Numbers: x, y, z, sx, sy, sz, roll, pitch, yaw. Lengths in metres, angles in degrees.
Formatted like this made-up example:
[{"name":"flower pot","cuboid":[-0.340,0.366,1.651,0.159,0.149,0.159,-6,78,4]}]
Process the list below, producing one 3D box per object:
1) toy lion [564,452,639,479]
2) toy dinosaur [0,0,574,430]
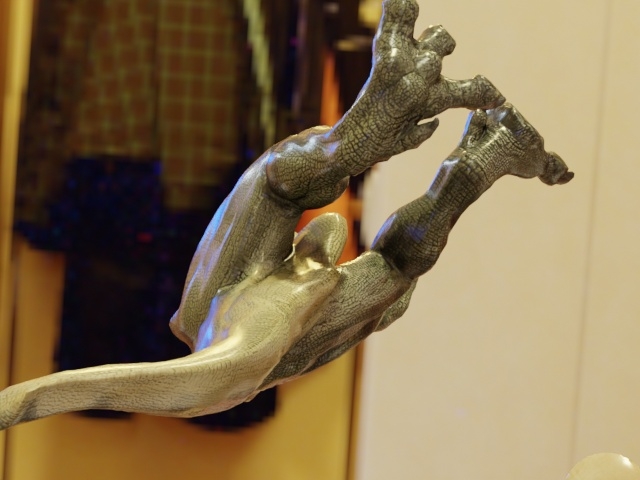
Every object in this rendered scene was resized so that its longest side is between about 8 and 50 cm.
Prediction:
[{"name":"toy lion","cuboid":[0.103,0.113,0.520,0.096,0.100,0.034,8,-28,22]},{"name":"toy dinosaur","cuboid":[0.000,0.000,0.494,0.064,0.118,0.268,47,6,3]}]
